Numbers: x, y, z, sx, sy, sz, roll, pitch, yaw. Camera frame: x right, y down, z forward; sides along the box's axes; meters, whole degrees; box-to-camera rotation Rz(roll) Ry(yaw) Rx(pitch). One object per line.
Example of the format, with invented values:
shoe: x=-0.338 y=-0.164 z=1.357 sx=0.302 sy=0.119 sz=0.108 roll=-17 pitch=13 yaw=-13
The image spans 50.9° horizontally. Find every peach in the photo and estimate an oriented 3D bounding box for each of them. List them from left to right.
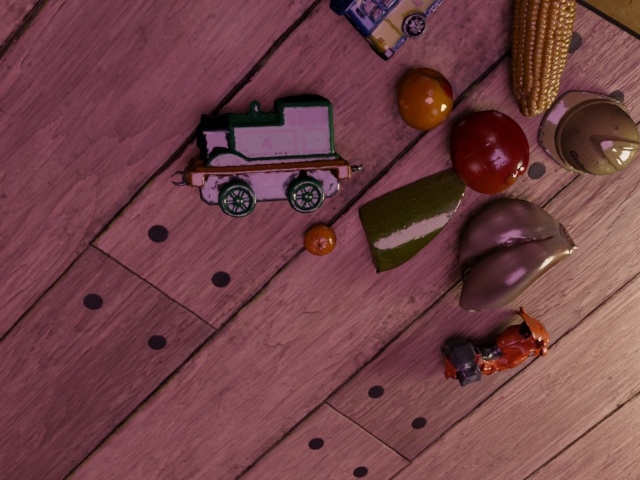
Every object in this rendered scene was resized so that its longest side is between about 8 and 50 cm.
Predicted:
peach: x=0.233 y=-0.313 z=1.502 sx=0.138 sy=0.138 sz=0.138 roll=-4 pitch=118 yaw=-8
peach: x=0.388 y=-0.212 z=1.564 sx=0.197 sy=0.197 sz=0.197 roll=-4 pitch=118 yaw=-8

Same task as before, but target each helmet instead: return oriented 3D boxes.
helmet: x=0.674 y=-0.241 z=1.624 sx=0.257 sy=0.137 sz=0.204 roll=16 pitch=113 yaw=-18

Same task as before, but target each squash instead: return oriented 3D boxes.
squash: x=0.255 y=-0.035 z=1.672 sx=0.289 sy=0.111 sz=0.203 roll=-20 pitch=121 yaw=-2

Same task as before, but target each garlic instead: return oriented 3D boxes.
garlic: x=0.451 y=0.044 z=1.736 sx=0.340 sy=0.231 sz=0.246 roll=-42 pitch=163 yaw=29

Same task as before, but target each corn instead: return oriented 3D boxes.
corn: x=0.487 y=-0.441 z=1.488 sx=0.130 sy=0.130 sz=0.347 roll=-8 pitch=123 yaw=-7

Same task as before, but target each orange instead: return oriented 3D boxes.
orange: x=0.000 y=0.000 z=1.662 sx=0.083 sy=0.070 sz=0.083 roll=-2 pitch=117 yaw=-4

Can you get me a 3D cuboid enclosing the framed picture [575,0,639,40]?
framed picture: x=0.682 y=-0.624 z=1.492 sx=0.339 sy=0.014 sz=0.255 roll=21 pitch=112 yaw=-20

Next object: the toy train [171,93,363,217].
toy train: x=-0.115 y=-0.192 z=1.485 sx=0.429 sy=0.178 sz=0.249 roll=-4 pitch=109 yaw=-9

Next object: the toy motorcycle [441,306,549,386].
toy motorcycle: x=0.505 y=0.304 z=1.883 sx=0.326 sy=0.148 sz=0.221 roll=-16 pitch=142 yaw=-9

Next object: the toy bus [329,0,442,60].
toy bus: x=0.174 y=-0.531 z=1.375 sx=0.175 sy=0.138 sz=0.287 roll=38 pitch=105 yaw=-26
